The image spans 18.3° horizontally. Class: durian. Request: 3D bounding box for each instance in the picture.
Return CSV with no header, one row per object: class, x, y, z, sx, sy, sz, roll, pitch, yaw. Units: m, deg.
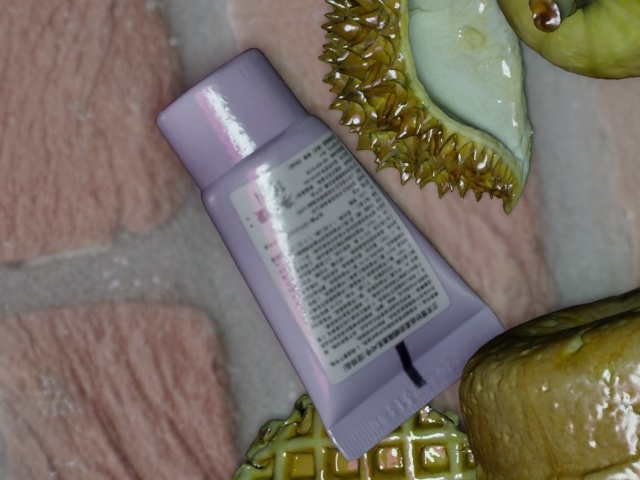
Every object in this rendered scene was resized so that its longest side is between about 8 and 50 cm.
durian,0.071,-0.137,1.354,0.139,0.144,0.252,-7,92,-25

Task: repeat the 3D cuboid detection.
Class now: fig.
fig,0.168,-0.157,1.265,0.160,0.231,0.143,39,140,-3

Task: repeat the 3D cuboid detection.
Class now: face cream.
face cream,0.000,0.000,1.377,0.154,0.096,0.274,-36,92,-23

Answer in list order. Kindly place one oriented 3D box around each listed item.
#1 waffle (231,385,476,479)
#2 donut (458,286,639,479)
waffle,0.038,0.204,1.423,0.214,0.054,0.208,41,103,4
donut,0.218,0.097,1.292,0.261,0.208,0.128,-19,92,6
